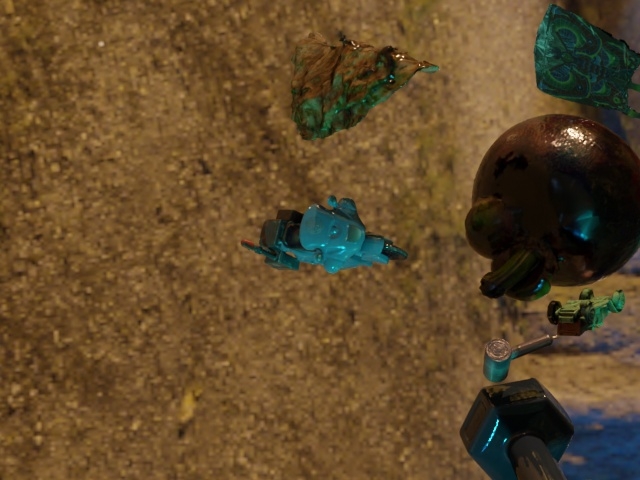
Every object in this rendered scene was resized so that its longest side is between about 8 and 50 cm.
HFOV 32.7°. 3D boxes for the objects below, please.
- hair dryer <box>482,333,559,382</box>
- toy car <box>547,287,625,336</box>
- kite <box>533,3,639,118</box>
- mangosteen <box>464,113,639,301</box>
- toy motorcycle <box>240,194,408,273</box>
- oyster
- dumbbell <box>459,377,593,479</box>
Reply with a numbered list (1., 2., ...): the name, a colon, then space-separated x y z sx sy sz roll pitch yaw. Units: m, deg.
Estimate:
1. hair dryer: 0.280 0.155 1.517 0.063 0.114 0.037 83 -16 -53
2. toy car: 0.406 0.107 1.662 0.143 0.073 0.054 -12 97 -50
3. kite: 0.398 -0.195 1.383 0.015 0.285 0.152 -46 154 -27
4. mangosteen: 0.388 -0.050 1.841 0.359 0.306 0.306 -37 120 -42
5. toy motorcycle: 0.000 0.000 1.783 0.182 0.272 0.124 25 74 -41
6. oyster: 0.025 -0.263 1.814 0.204 0.396 0.111 -46 119 -12
7. dumbbell: 0.294 0.320 1.448 0.325 0.160 0.144 -108 -172 -66
